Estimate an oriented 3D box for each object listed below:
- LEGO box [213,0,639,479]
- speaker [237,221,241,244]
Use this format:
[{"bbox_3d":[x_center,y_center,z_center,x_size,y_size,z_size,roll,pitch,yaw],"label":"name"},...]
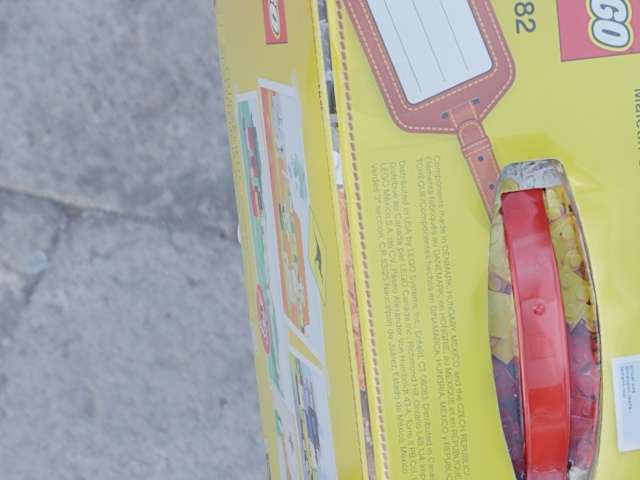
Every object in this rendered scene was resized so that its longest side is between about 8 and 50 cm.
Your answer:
[{"bbox_3d":[0.071,0.027,0.852,0.193,0.372,0.500,-8,99,-11],"label":"LEGO box"},{"bbox_3d":[0.000,0.000,1.200,0.136,0.055,0.055,18,68,20],"label":"speaker"}]
